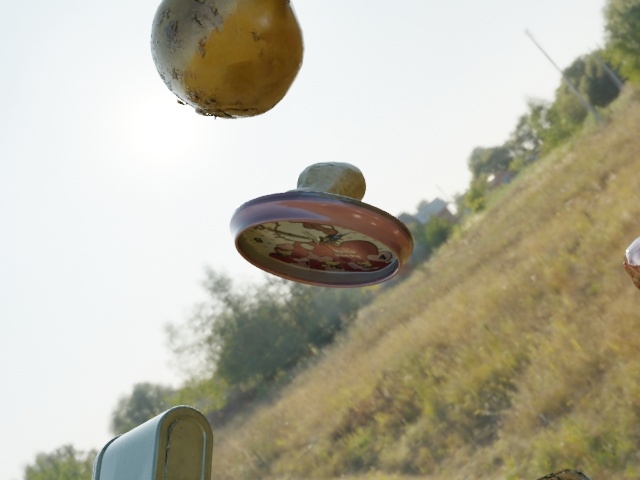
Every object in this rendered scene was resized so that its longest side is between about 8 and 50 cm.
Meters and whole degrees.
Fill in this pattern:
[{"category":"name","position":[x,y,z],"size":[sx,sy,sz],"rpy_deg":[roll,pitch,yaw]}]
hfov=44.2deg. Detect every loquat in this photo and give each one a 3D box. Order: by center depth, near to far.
[{"category":"loquat","position":[-0.139,-0.293,1.179],"size":[0.235,0.235,0.235],"rpy_deg":[-40,-5,-4]}]

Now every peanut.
[{"category":"peanut","position":[-0.007,-0.084,1.649],"size":[0.253,0.137,0.122],"rpy_deg":[-42,-16,-39]}]

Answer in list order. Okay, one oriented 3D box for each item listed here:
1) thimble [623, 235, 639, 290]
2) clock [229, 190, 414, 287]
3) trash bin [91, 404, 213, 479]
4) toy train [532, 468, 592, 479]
[{"category":"thimble","position":[0.704,0.075,1.326],"size":[0.230,0.350,0.350],"rpy_deg":[-43,-5,7]},{"category":"clock","position":[0.000,-0.001,1.036],"size":[0.244,0.245,0.056],"rpy_deg":[131,151,-64]},{"category":"trash bin","position":[-0.278,0.411,1.287],"size":[0.247,0.121,0.243],"rpy_deg":[-37,43,43]},{"category":"toy train","position":[0.473,0.531,1.592],"size":[0.407,0.086,0.088],"rpy_deg":[15,-77,-57]}]
